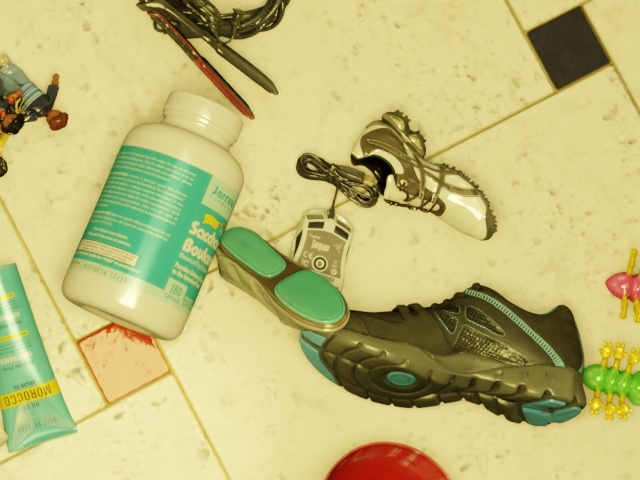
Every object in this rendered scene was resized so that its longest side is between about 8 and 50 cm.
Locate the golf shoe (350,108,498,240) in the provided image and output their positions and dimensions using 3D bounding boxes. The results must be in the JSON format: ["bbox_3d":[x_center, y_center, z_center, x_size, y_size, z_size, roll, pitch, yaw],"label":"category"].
[{"bbox_3d":[0.117,-0.058,1.773,0.198,0.077,0.094,43,60,8],"label":"golf shoe"}]

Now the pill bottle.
[{"bbox_3d":[-0.178,-0.031,1.695,0.146,0.146,0.264,23,81,-5],"label":"pill bottle"}]

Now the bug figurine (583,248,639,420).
[{"bbox_3d":[0.431,0.129,1.805,0.216,0.072,0.279,16,85,0],"label":"bug figurine"}]

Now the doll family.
[{"bbox_3d":[-0.373,-0.129,1.714,0.111,0.076,0.193,38,83,17],"label":"doll family"}]

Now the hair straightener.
[{"bbox_3d":[-0.129,-0.249,1.747,0.089,0.047,0.230,-43,105,7],"label":"hair straightener"}]

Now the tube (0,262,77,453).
[{"bbox_3d":[-0.342,0.130,1.704,0.080,0.052,0.207,-16,91,1],"label":"tube"}]

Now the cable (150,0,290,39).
[{"bbox_3d":[-0.119,-0.315,1.799,0.184,0.047,0.150,-6,79,-5],"label":"cable"}]

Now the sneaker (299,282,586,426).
[{"bbox_3d":[0.143,0.120,1.755,0.341,0.125,0.140,13,61,-10],"label":"sneaker"}]

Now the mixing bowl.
[{"bbox_3d":[0.063,0.326,1.698,0.181,0.098,0.181,9,66,-19],"label":"mixing bowl"}]

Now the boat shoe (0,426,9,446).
[{"bbox_3d":[-0.487,0.134,1.646,0.324,0.116,0.097,46,76,-6],"label":"boat shoe"}]

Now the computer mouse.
[{"bbox_3d":[0.000,0.000,1.774,0.106,0.042,0.193,19,74,-10],"label":"computer mouse"}]

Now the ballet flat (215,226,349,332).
[{"bbox_3d":[-0.041,0.057,1.700,0.072,0.068,0.213,-28,47,-29],"label":"ballet flat"}]
